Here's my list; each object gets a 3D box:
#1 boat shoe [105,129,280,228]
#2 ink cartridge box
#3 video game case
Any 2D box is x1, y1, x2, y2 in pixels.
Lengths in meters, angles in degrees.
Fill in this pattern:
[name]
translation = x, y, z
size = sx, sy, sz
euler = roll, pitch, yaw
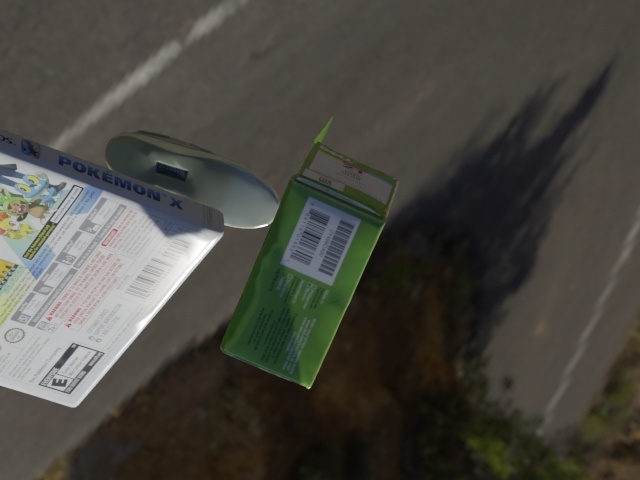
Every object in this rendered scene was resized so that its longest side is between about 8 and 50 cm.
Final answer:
[boat shoe]
translation = -0.150, -0.085, 2.046
size = 0.081, 0.227, 0.079
euler = -53, 163, -68
[ink cartridge box]
translation = 0.000, 0.000, 1.617
size = 0.255, 0.097, 0.188
euler = -64, 178, -69
[video game case]
translation = -0.304, 0.030, 1.646
size = 0.329, 0.300, 0.036
euler = -47, -147, 38
